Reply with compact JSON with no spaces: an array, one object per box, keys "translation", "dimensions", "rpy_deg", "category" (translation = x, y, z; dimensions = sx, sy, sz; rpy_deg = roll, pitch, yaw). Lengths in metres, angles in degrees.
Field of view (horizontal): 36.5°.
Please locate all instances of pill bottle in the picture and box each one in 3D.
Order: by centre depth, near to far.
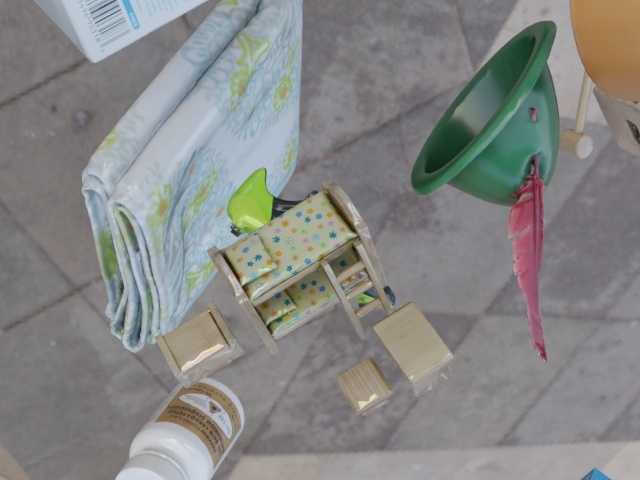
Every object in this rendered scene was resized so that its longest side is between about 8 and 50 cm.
[{"translation":[-0.215,0.318,1.476],"dimensions":[0.131,0.229,0.131],"rpy_deg":[8,116,16],"category":"pill bottle"}]

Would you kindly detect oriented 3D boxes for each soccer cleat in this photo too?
[{"translation":[0.000,0.000,0.882],"dimensions":[0.179,0.060,0.072],"rpy_deg":[33,81,-5],"category":"soccer cleat"}]

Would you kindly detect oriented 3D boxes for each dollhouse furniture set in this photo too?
[{"translation":[-0.022,0.072,0.719],"dimensions":[0.182,0.161,0.101],"rpy_deg":[-32,146,-6],"category":"dollhouse furniture set"}]

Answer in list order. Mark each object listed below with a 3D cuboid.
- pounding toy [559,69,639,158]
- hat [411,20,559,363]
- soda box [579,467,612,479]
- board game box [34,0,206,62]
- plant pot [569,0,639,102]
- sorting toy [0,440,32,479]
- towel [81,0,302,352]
[{"translation":[0.404,-0.171,1.234],"dimensions":[0.206,0.094,0.181],"rpy_deg":[-47,134,-5],"category":"pounding toy"},{"translation":[0.197,-0.055,0.845],"dimensions":[0.184,0.173,0.208],"rpy_deg":[36,120,-10],"category":"hat"},{"translation":[0.346,0.336,1.011],"dimensions":[0.071,0.210,0.067],"rpy_deg":[-49,173,-44],"category":"soda box"},{"translation":[-0.053,-0.274,0.535],"dimensions":[0.303,0.097,0.224],"rpy_deg":[-32,141,-14],"category":"board game box"},{"translation":[0.331,-0.217,0.659],"dimensions":[0.291,0.203,0.290],"rpy_deg":[-26,127,-40],"category":"plant pot"},{"translation":[-0.247,0.168,0.618],"dimensions":[0.038,0.208,0.193],"rpy_deg":[-34,97,6],"category":"sorting toy"},{"translation":[-0.122,-0.086,1.086],"dimensions":[0.374,0.090,0.320],"rpy_deg":[-59,168,-32],"category":"towel"}]
